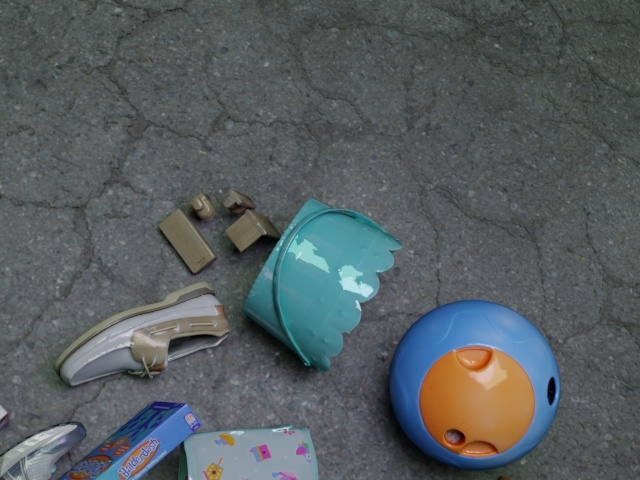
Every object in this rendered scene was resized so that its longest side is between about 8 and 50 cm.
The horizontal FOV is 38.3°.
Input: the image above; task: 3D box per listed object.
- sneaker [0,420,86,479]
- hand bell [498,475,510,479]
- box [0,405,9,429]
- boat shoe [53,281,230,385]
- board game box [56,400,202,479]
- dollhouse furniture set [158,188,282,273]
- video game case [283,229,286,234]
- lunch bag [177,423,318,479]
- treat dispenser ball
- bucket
[{"bbox_3d":[-0.469,0.389,1.410,0.283,0.110,0.122,-36,88,-19],"label":"sneaker"},{"bbox_3d":[0.305,0.517,1.581,0.126,0.126,0.242,22,48,-5],"label":"hand bell"},{"bbox_3d":[-0.618,0.357,1.392,0.067,0.063,0.324,41,61,7],"label":"box"},{"bbox_3d":[-0.291,0.173,1.548,0.302,0.113,0.103,-26,69,-26],"label":"boat shoe"},{"bbox_3d":[-0.303,0.335,1.438,0.210,0.160,0.047,-39,102,-28],"label":"board game box"},{"bbox_3d":[-0.183,-0.016,1.718,0.151,0.123,0.144,-40,79,8],"label":"dollhouse furniture set"},{"bbox_3d":[0.000,0.000,1.773,0.122,0.011,0.087,-21,72,-24],"label":"video game case"},{"bbox_3d":[-0.113,0.426,1.455,0.224,0.160,0.262,0,71,-15],"label":"lunch bag"},{"bbox_3d":[0.261,0.245,1.573,0.288,0.288,0.288,6,64,-13],"label":"treat dispenser ball"},{"bbox_3d":[0.001,0.070,1.603,0.183,0.281,0.281,30,61,3],"label":"bucket"}]
